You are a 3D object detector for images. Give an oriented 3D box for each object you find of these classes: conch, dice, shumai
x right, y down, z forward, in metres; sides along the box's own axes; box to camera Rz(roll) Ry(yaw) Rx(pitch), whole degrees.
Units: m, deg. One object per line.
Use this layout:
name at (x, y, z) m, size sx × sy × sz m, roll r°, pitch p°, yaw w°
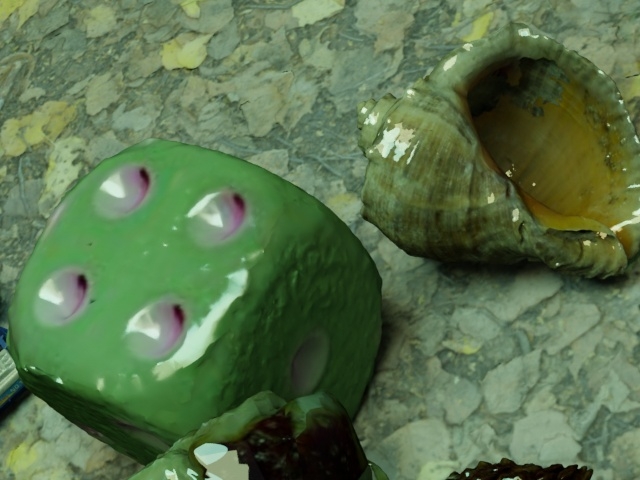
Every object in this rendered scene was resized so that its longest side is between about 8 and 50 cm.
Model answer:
conch at (0.209, -0.089, 1.692) m, size 0.297 × 0.352 × 0.210 m, roll -58°, pitch 8°, yaw -4°
dice at (-0.141, 0.096, 1.669) m, size 0.330 × 0.318 × 0.322 m, roll 15°, pitch 68°, yaw 32°
shumai at (-0.067, 0.311, 1.405) m, size 0.395 × 0.395 × 0.348 m, roll 34°, pitch 100°, yaw 38°

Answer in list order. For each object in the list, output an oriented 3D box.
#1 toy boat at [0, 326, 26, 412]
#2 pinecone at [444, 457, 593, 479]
toy boat at (-0.517, 0.234, 1.920) m, size 0.295 × 0.088 × 0.129 m, roll -41°, pitch 51°, yaw -2°
pinecone at (0.194, 0.359, 1.410) m, size 0.246 × 0.246 × 0.292 m, roll -15°, pitch 73°, yaw 18°
